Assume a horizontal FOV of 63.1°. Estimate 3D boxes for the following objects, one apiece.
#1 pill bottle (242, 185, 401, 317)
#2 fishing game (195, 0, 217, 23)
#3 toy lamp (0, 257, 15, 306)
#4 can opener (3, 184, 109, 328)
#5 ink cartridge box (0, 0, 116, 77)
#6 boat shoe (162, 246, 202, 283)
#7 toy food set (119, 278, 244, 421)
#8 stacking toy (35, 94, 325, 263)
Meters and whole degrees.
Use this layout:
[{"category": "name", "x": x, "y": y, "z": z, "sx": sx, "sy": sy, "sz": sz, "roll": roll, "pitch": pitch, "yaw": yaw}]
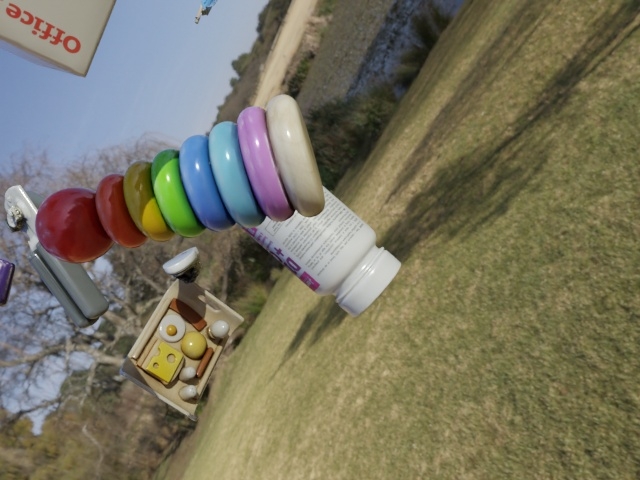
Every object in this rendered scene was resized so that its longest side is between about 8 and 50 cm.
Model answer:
[{"category": "pill bottle", "x": 0.000, "y": 0.000, "z": 0.965, "sx": 0.160, "sy": 0.283, "sz": 0.160, "roll": -49, "pitch": -3, "yaw": -3}, {"category": "fishing game", "x": -0.197, "y": -0.526, "z": 1.001, "sx": 0.264, "sy": 0.041, "sz": 0.189, "roll": -2, "pitch": 72, "yaw": 62}, {"category": "toy lamp", "x": -0.541, "y": 0.151, "z": 0.770, "sx": 0.080, "sy": 0.080, "sz": 0.275, "roll": 148, "pitch": 145, "yaw": -74}, {"category": "can opener", "x": -0.456, "y": 0.019, "z": 0.906, "sx": 0.074, "sy": 0.280, "sz": 0.093, "roll": -40, "pitch": -8, "yaw": 34}, {"category": "ink cartridge box", "x": -0.215, "y": -0.244, "z": 0.375, "sx": 0.086, "sy": 0.148, "sz": 0.203, "roll": 25, "pitch": 95, "yaw": 36}, {"category": "boat shoe", "x": -0.339, "y": 0.071, "z": 1.321, "sx": 0.080, "sy": 0.076, "sz": 0.228, "roll": -25, "pitch": 8, "yaw": -6}, {"category": "toy food set", "x": -0.339, "y": 0.268, "z": 1.329, "sx": 0.092, "sy": 0.220, "sz": 0.306, "roll": -29, "pitch": 29, "yaw": 42}, {"category": "stacking toy", "x": -0.168, "y": -0.056, "z": 0.602, "sx": 0.141, "sy": 0.330, "sz": 0.141, "roll": -15, "pitch": -90, "yaw": -85}]
